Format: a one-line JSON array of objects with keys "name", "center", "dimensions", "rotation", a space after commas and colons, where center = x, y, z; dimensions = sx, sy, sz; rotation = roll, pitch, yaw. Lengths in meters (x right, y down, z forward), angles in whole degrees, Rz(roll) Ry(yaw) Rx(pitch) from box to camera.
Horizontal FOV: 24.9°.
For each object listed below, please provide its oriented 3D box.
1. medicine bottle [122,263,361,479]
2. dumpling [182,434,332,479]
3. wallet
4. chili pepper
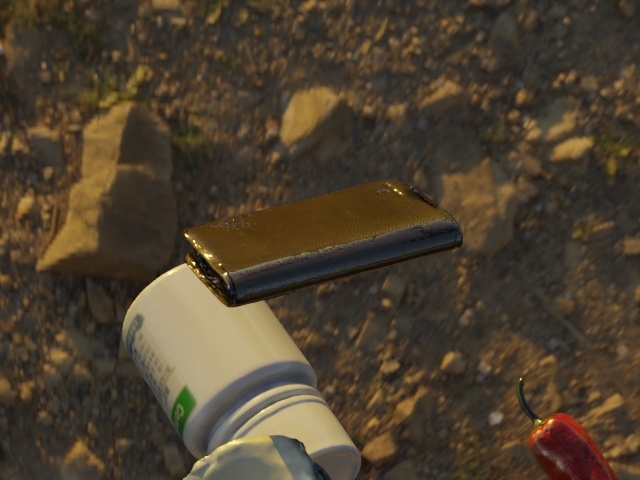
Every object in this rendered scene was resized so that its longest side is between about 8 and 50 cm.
[{"name": "medicine bottle", "center": [-0.071, 0.140, 1.316], "dimensions": [0.139, 0.139, 0.237], "rotation": [-28, 58, -17]}, {"name": "dumpling", "center": [-0.030, 0.297, 1.061], "dimensions": [0.227, 0.175, 0.243], "rotation": [-29, 43, 6]}, {"name": "wallet", "center": [0.000, 0.000, 1.129], "dimensions": [0.198, 0.031, 0.110], "rotation": [-15, 30, -23]}, {"name": "chili pepper", "center": [0.293, 0.270, 1.606], "dimensions": [0.071, 0.063, 0.272], "rotation": [-40, 69, 26]}]
